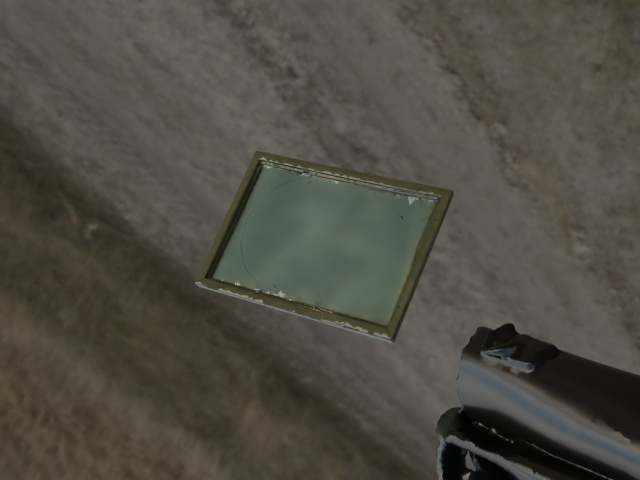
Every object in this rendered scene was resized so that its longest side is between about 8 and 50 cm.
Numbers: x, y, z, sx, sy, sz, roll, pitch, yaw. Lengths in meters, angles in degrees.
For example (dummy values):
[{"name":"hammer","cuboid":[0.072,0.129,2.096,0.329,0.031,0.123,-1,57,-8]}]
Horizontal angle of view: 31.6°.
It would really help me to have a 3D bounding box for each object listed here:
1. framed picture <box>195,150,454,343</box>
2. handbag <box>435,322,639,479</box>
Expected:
[{"name":"framed picture","cuboid":[0.000,0.000,0.957,0.201,0.136,0.010,14,161,31]},{"name":"handbag","cuboid":[0.171,0.195,0.576,0.257,0.113,0.285,22,135,51]}]
